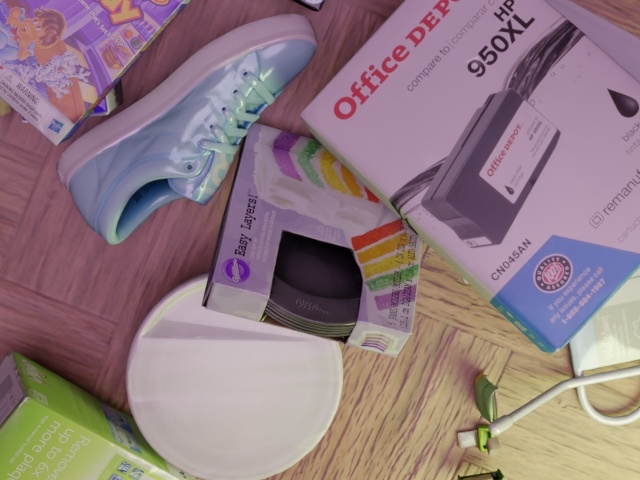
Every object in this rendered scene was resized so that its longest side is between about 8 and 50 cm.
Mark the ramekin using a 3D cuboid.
[{"bbox_3d":[-0.109,0.158,1.507,0.273,0.127,0.273,-1,101,-4],"label":"ramekin"}]

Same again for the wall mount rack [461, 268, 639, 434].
[{"bbox_3d":[0.337,0.102,1.532,0.304,0.130,0.350,-12,100,-2],"label":"wall mount rack"}]

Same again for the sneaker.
[{"bbox_3d":[-0.138,-0.122,1.429,0.366,0.135,0.150,-34,73,13],"label":"sneaker"}]

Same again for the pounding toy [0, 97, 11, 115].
[{"bbox_3d":[-0.469,-0.210,1.422,0.206,0.094,0.181,24,121,26],"label":"pounding toy"}]

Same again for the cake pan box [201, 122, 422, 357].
[{"bbox_3d":[0.000,0.000,1.438,0.246,0.267,0.070,15,144,-5],"label":"cake pan box"}]

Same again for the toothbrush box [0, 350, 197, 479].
[{"bbox_3d":[-0.325,0.302,1.474,0.283,0.122,0.206,38,95,-33],"label":"toothbrush box"}]

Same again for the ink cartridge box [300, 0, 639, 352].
[{"bbox_3d":[0.215,-0.106,1.360,0.395,0.166,0.285,43,92,8],"label":"ink cartridge box"}]

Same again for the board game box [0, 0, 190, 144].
[{"bbox_3d":[-0.327,-0.304,1.240,0.347,0.078,0.233,42,97,-8],"label":"board game box"}]

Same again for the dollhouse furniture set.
[{"bbox_3d":[0.207,0.258,1.577,0.058,0.076,0.151,-8,102,-4],"label":"dollhouse furniture set"}]

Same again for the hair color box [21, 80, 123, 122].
[{"bbox_3d":[-0.306,-0.314,1.374,0.110,0.185,0.339,-7,100,-3],"label":"hair color box"}]

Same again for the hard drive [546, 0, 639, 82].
[{"bbox_3d":[0.290,-0.171,1.461,0.353,0.047,0.233,31,92,7],"label":"hard drive"}]

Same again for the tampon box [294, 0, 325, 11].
[{"bbox_3d":[-0.049,-0.365,1.427,0.161,0.101,0.120,25,98,-9],"label":"tampon box"}]
